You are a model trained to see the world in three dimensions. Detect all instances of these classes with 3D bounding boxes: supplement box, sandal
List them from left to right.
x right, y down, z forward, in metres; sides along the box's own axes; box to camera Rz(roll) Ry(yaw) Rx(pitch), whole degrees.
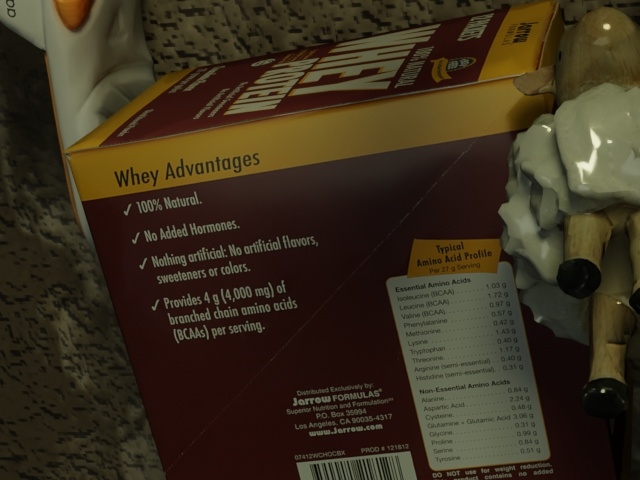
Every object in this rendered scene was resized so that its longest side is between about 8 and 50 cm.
[{"bbox_3d":[-0.126,-0.115,0.611,0.076,0.102,0.265,5,115,13],"label":"sandal"},{"bbox_3d":[0.023,0.018,0.593,0.191,0.129,0.194,-8,109,17],"label":"supplement box"}]

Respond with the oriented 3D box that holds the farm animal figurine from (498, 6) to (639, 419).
[{"bbox_3d":[0.166,-0.130,0.372,0.330,0.172,0.327,-16,123,23],"label":"farm animal figurine"}]
